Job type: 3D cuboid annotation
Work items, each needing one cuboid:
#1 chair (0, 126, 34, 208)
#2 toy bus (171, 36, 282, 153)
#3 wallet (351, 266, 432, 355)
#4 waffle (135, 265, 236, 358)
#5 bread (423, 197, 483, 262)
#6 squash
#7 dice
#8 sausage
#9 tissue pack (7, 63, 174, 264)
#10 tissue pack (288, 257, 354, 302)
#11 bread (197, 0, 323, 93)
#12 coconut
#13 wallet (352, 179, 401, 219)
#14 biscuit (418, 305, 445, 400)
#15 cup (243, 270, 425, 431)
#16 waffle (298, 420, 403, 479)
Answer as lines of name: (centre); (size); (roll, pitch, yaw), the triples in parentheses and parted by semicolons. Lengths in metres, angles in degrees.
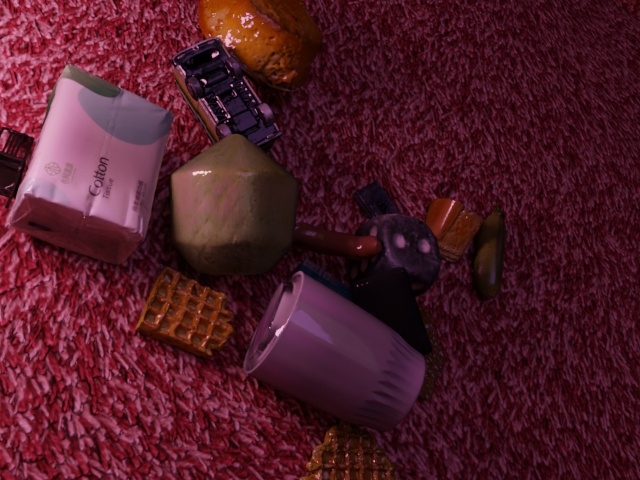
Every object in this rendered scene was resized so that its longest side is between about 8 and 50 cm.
chair: (-0.674, -0.161, 1.611); (0.084, 0.101, 0.212); (21, 18, -22)
toy bus: (-0.242, -0.335, 1.900); (0.143, 0.179, 0.305); (-32, 83, -18)
wallet: (0.175, 0.194, 1.849); (0.044, 0.149, 0.250); (-92, 164, -71)
waffle: (-0.282, 0.166, 1.671); (0.211, 0.055, 0.160); (26, 54, -17)
bread: (0.370, -0.041, 2.202); (0.140, 0.169, 0.160); (28, 12, -17)
squash: (0.501, 0.020, 2.226); (0.094, 0.094, 0.341); (26, 56, -17)
dice: (0.188, 0.046, 1.951); (0.183, 0.182, 0.181); (12, 57, -27)
sausage: (0.000, 0.001, 1.859); (0.304, 0.078, 0.078); (9, 55, 5)
tissue pack: (-0.489, -0.164, 1.637); (0.266, 0.194, 0.356); (23, 54, -27)
tissue pack: (-0.008, 0.141, 1.840); (0.169, 0.082, 0.120); (35, 52, -11)
bread: (-0.155, -0.576, 2.045); (0.336, 0.204, 0.358); (11, 46, -37)
coconut: (-0.197, -0.082, 1.722); (0.328, 0.281, 0.328); (0, 90, -3)
wallet: (0.170, -0.084, 2.114); (0.111, 0.030, 0.166); (-30, 83, -44)
biscuit: (0.264, 0.291, 1.962); (0.131, 0.026, 0.237); (37, 50, -11)
cup: (0.027, 0.257, 1.682); (0.371, 0.253, 0.253); (31, 52, -13)
waffle: (0.072, 0.540, 1.680); (0.243, 0.059, 0.238); (51, 51, 1)
